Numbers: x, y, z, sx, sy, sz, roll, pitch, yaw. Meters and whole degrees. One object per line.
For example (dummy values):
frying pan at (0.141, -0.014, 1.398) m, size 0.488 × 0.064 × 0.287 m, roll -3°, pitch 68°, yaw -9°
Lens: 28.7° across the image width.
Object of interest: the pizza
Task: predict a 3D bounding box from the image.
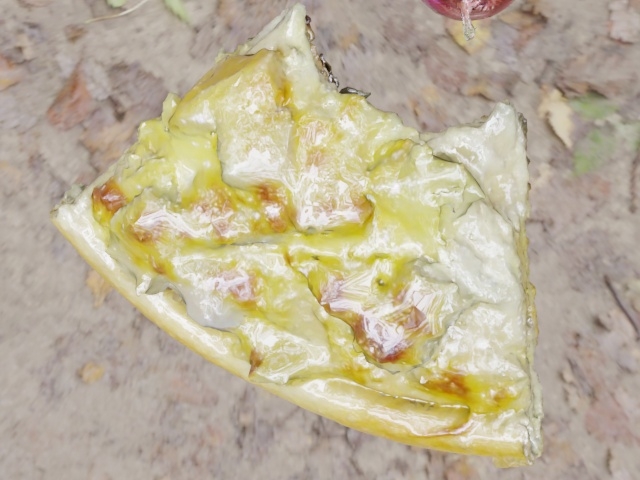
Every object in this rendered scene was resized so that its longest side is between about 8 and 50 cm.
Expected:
pizza at (0.000, 0.000, 0.690) m, size 0.323 × 0.089 × 0.223 m, roll 26°, pitch 119°, yaw 8°

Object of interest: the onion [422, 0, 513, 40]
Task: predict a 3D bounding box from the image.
onion at (0.191, -0.326, 1.665) m, size 0.150 × 0.150 × 0.140 m, roll 12°, pitch 70°, yaw -4°
